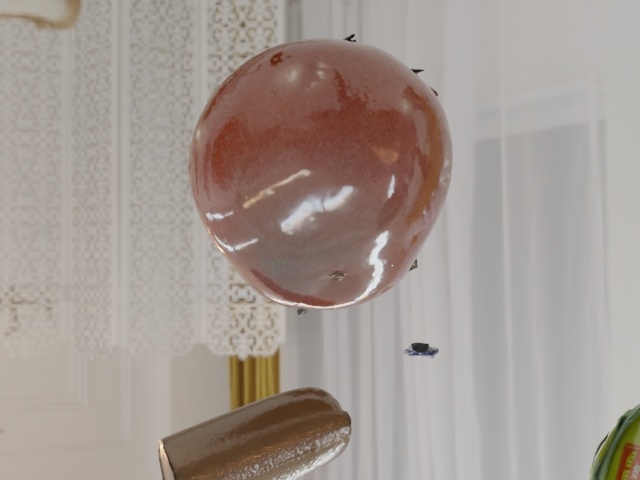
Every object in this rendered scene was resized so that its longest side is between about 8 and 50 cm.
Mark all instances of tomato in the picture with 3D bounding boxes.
[{"bbox_3d":[0.009,-0.070,1.188,0.341,0.273,0.341,0,137,0],"label":"tomato"}]

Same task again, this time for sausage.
[{"bbox_3d":[-0.089,0.284,1.295,0.253,0.123,0.123,-18,-176,-18],"label":"sausage"}]

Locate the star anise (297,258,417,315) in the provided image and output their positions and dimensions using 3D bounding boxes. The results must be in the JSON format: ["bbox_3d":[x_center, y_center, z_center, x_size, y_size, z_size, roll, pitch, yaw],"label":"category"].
[{"bbox_3d":[0.002,0.001,1.580,0.292,0.109,0.349,-7,139,22],"label":"star anise"}]

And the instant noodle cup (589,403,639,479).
[{"bbox_3d":[0.436,0.276,0.941,0.311,0.311,0.221,-1,168,7],"label":"instant noodle cup"}]

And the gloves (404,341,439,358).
[{"bbox_3d":[0.191,0.210,1.799,0.064,0.026,0.086,4,166,-1],"label":"gloves"}]
